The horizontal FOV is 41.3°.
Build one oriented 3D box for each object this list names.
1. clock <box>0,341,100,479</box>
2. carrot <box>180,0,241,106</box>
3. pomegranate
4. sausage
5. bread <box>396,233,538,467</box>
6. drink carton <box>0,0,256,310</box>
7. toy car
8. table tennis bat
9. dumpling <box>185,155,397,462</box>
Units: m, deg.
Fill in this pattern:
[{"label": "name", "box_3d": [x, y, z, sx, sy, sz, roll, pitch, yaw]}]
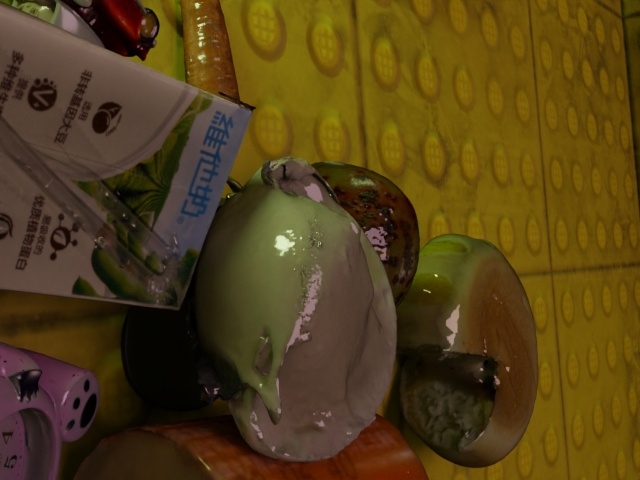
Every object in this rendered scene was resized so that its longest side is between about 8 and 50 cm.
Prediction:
[{"label": "clock", "box_3d": [-0.252, 0.175, 0.559, 0.248, 0.090, 0.227, 60, 45, -75]}, {"label": "carrot", "box_3d": [-0.127, -0.229, 0.913, 0.061, 0.061, 0.209, -3, 84, -54]}, {"label": "pomegranate", "box_3d": [-0.006, -0.008, 0.956, 0.246, 0.198, 0.198, 31, 53, -6]}, {"label": "sausage", "box_3d": [-0.059, 0.272, 0.786, 0.287, 0.233, 0.233, 9, 78, -54]}, {"label": "bread", "box_3d": [0.195, 0.152, 1.204, 0.333, 0.160, 0.332, 8, 80, -54]}, {"label": "drink carton", "box_3d": [-0.226, -0.068, 0.640, 0.325, 0.132, 0.194, 15, 99, -51]}, {"label": "toy car", "box_3d": [-0.219, -0.189, 0.748, 0.112, 0.112, 0.139, -63, 144, -17]}, {"label": "table tennis bat", "box_3d": [-0.118, 0.116, 0.904, 0.234, 0.022, 0.131, 17, 70, -49]}, {"label": "dumpling", "box_3d": [-0.030, 0.064, 0.777, 0.204, 0.163, 0.292, 57, 29, -57]}]
